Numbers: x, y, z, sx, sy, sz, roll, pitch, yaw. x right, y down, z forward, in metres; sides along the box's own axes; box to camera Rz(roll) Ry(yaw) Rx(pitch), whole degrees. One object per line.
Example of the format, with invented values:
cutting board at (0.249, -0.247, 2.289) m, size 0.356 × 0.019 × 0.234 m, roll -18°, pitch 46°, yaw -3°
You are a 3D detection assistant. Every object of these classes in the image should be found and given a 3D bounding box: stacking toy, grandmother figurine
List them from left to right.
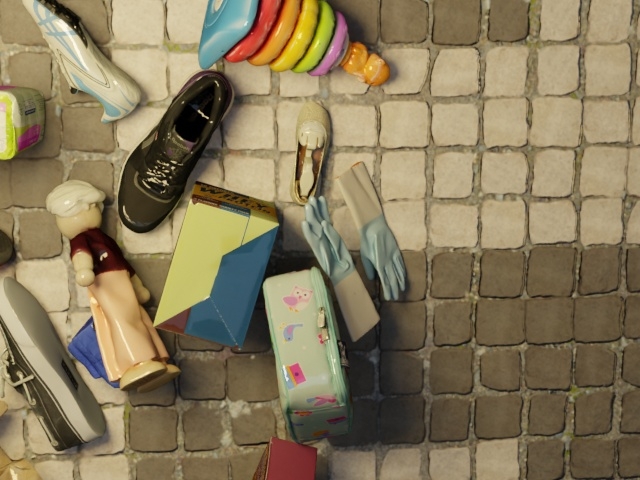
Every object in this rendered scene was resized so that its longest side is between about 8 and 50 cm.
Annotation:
grandmother figurine at (-0.325, 0.059, 1.633) m, size 0.104 × 0.208 × 0.342 m, roll -25°, pitch 75°, yaw -2°
stacking toy at (-0.020, -0.307, 1.634) m, size 0.301 × 0.175 × 0.166 m, roll 20°, pitch 66°, yaw -24°

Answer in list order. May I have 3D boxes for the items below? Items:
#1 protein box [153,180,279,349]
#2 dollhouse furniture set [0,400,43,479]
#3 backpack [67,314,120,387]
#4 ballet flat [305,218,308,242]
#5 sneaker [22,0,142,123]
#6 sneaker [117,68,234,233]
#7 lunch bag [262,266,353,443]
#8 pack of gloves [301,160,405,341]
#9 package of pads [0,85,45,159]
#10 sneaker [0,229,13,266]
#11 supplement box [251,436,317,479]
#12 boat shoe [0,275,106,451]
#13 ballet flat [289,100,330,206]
protein box at (-0.157, 0.033, 1.648) m, size 0.136 × 0.201 × 0.200 m, roll 16°, pitch 99°, yaw -7°
dollhouse furniture set at (-0.586, 0.477, 1.628) m, size 0.256 × 0.394 × 0.362 m, roll -28°, pitch 103°, yaw 28°
backpack at (-0.329, 0.172, 1.716) m, size 0.101 × 0.098 × 0.120 m, roll -36°, pitch 103°, yaw 32°
ballet flat at (0.000, 0.000, 1.741) m, size 0.041 × 0.041 × 0.114 m, roll -37°, pitch 101°, yaw 2°
sneaker at (-0.373, -0.279, 1.633) m, size 0.086 × 0.085 × 0.237 m, roll -39°, pitch 98°, yaw 10°
sneaker at (-0.232, -0.136, 1.649) m, size 0.107 × 0.124 × 0.283 m, roll 28°, pitch 97°, yaw -9°
lunch bag at (-0.016, 0.171, 1.636) m, size 0.107 × 0.279 × 0.224 m, roll -8°, pitch 64°, yaw -1°
pack of gloves at (0.045, 0.017, 1.701) m, size 0.046 × 0.195 × 0.232 m, roll -13°, pitch 105°, yaw 41°
package of pads at (-0.566, -0.175, 1.559) m, size 0.296 × 0.229 × 0.101 m, roll 1°, pitch 100°, yaw -5°
sneaker at (-0.634, 0.042, 1.673) m, size 0.313 × 0.116 × 0.136 m, roll -7°, pitch 136°, yaw -13°
supplement box at (-0.070, 0.414, 1.734) m, size 0.080 × 0.104 × 0.188 m, roll 15°, pitch 135°, yaw -8°
boat shoe at (-0.454, 0.201, 1.702) m, size 0.105 × 0.113 × 0.306 m, roll -23°, pitch 117°, yaw 6°
ballet flat at (-0.014, -0.135, 1.705) m, size 0.057 × 0.052 × 0.168 m, roll 5°, pitch 100°, yaw -6°
